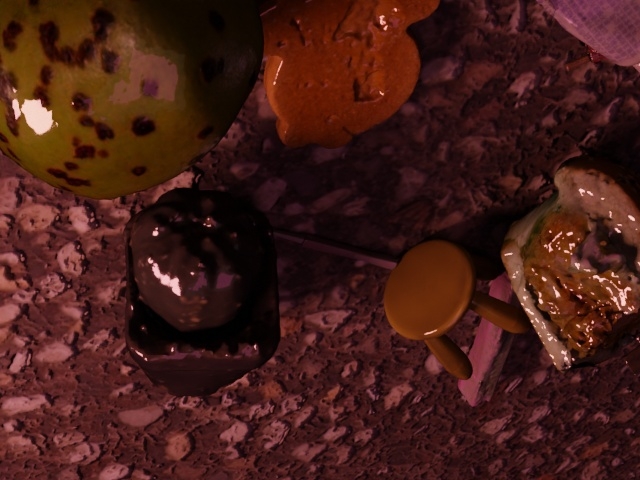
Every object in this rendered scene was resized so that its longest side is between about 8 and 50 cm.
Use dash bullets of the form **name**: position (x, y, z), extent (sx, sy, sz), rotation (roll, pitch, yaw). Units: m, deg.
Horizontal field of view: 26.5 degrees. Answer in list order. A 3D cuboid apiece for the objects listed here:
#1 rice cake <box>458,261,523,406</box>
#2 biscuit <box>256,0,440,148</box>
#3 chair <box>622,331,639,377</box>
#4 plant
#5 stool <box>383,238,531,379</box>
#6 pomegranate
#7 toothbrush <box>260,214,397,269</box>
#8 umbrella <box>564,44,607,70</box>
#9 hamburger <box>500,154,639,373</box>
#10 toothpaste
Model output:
- **rice cake**: position (0.196, 0.107, 1.533), extent (0.036, 0.047, 0.207), rotation (-18, 140, -29)
- **biscuit**: position (0.017, -0.182, 1.180), extent (0.184, 0.035, 0.249), rotation (-16, 137, -7)
- **chair**: position (0.559, 0.067, 1.475), extent (0.416, 0.203, 0.240), rotation (-39, 170, 15)
- **plant**: position (-0.111, 0.051, 1.260), extent (0.141, 0.164, 0.256), rotation (0, 150, -7)
- **stool**: position (0.140, 0.067, 1.422), extent (0.134, 0.135, 0.110), rotation (3, 159, 41)
- **pomegranate**: position (-0.185, -0.168, 1.007), extent (0.231, 0.231, 0.286), rotation (-40, 105, 17)
- **toothbrush**: position (-0.001, 0.002, 1.365), extent (0.194, 0.014, 0.017), rotation (18, 120, -35)
- **umbrella**: position (0.308, -0.197, 1.298), extent (0.165, 0.027, 0.025), rotation (-22, -178, -5)
- **hamburger**: position (0.283, 0.018, 1.391), extent (0.167, 0.192, 0.288), rotation (-32, 169, 17)
- **toothpaste**: position (0.249, -0.230, 1.212), extent (0.282, 0.068, 0.099), rotation (43, 77, -31)
